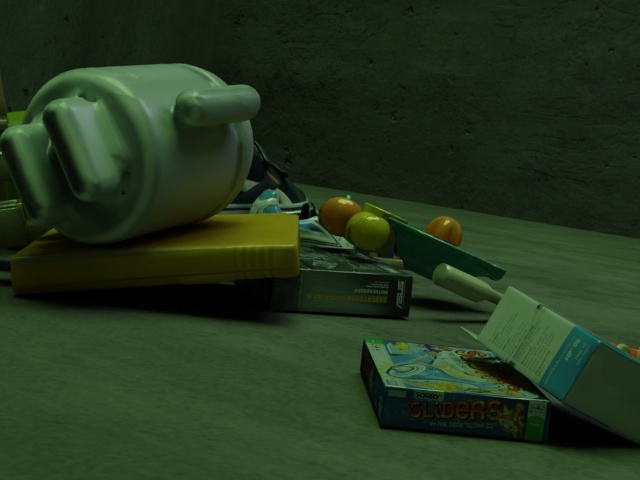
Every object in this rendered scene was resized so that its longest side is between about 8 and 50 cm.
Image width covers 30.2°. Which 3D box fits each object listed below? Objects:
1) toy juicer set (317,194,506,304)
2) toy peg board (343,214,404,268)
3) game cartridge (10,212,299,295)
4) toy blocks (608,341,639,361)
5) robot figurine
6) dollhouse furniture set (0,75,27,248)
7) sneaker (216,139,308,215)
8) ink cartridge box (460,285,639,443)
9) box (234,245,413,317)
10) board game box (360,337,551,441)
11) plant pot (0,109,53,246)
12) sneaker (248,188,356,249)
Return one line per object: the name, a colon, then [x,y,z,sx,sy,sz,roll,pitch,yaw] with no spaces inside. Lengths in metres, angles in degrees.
toy juicer set: [0.139,0.001,1.585,0.329,0.089,0.209,27,3,39]
toy peg board: [0.086,-0.004,2.043,0.161,0.079,0.160,5,6,-9]
game cartridge: [-0.186,0.012,1.455,0.324,0.052,0.285,-1,9,0]
toy blocks: [0.293,0.122,1.188,0.148,0.054,0.123,10,8,37]
robot figurine: [-0.212,-0.108,1.410,0.300,0.199,0.353,-20,-1,29]
dollhouse furniture set: [-0.481,-0.165,1.476,0.174,0.355,0.303,-10,8,-13]
sneaker: [-0.114,-0.091,1.746,0.126,0.127,0.321,7,5,29]
ink cartridge box: [0.209,0.099,1.024,0.104,0.060,0.180,28,4,-27]
box: [-0.004,0.049,1.546,0.183,0.056,0.231,3,7,-17]
board game box: [0.110,0.126,1.035,0.136,0.035,0.201,6,6,-4]
plant pot: [-0.339,-0.094,1.721,0.227,0.228,0.207,2,8,35]
sneaker: [0.000,0.000,1.709,0.237,0.086,0.085,26,3,-31]
